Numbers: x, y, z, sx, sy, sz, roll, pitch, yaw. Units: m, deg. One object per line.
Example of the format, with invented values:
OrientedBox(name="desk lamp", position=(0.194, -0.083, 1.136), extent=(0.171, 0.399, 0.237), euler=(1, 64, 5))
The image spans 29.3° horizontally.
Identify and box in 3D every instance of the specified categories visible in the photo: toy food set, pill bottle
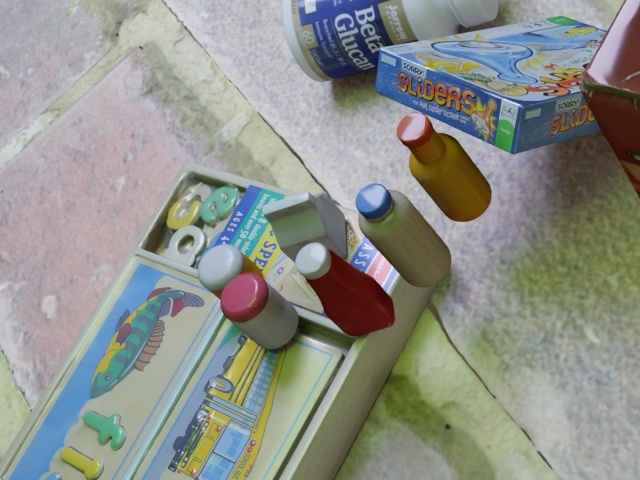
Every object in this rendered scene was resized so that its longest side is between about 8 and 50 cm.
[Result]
OrientedBox(name="toy food set", position=(0.000, 0.000, 0.877), extent=(0.232, 0.104, 0.111), euler=(-17, 54, 22))
OrientedBox(name="pill bottle", position=(0.060, -0.199, 1.043), extent=(0.169, 0.094, 0.094), euler=(-12, 55, 26))

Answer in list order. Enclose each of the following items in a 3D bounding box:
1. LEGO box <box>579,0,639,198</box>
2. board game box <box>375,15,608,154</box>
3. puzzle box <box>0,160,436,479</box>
OrientedBox(name="LEGO box", position=(0.375, -0.155, 0.626), extent=(0.193, 0.372, 0.500), euler=(20, 74, 39))
OrientedBox(name="board game box", position=(0.158, -0.117, 0.881), extent=(0.201, 0.035, 0.136), euler=(-17, 34, -38))
OrientedBox(name="puzzle box", position=(-0.105, 0.142, 0.958), extent=(0.272, 0.052, 0.409), euler=(18, 72, 38))
